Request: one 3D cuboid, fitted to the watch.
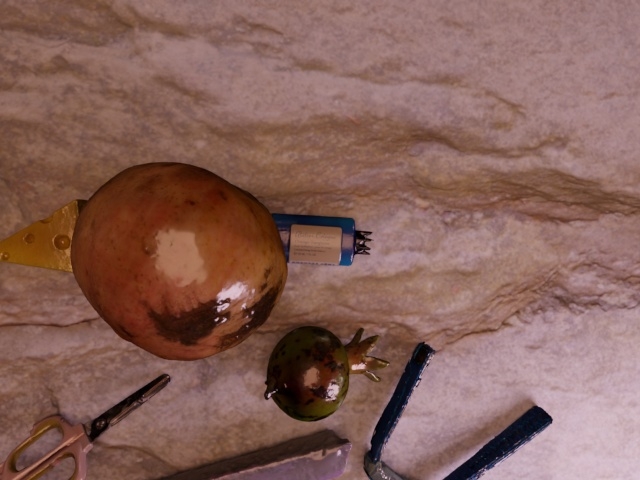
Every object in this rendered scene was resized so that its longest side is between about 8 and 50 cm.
[{"bbox_3d":[0.236,0.367,0.938,0.276,0.068,0.274,30,84,-4],"label":"watch"}]

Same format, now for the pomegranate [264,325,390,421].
[{"bbox_3d":[0.012,0.220,0.871,0.220,0.156,0.156,-5,91,-9],"label":"pomegranate"}]

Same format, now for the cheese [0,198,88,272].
[{"bbox_3d":[-0.461,0.008,0.857,0.171,0.093,0.126,-9,92,-3],"label":"cheese"}]

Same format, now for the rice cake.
[{"bbox_3d":[-0.137,0.416,0.903,0.399,0.064,0.070,-14,102,-4],"label":"rice cake"}]

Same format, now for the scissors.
[{"bbox_3d":[-0.394,0.325,0.872,0.317,0.024,0.160,-35,53,-16],"label":"scissors"}]

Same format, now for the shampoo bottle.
[{"bbox_3d":[0.000,0.000,0.913,0.183,0.050,0.087,3,88,-4],"label":"shampoo bottle"}]

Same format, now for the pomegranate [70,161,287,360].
[{"bbox_3d":[-0.200,0.028,0.766,0.322,0.322,0.322,0,91,-4],"label":"pomegranate"}]
